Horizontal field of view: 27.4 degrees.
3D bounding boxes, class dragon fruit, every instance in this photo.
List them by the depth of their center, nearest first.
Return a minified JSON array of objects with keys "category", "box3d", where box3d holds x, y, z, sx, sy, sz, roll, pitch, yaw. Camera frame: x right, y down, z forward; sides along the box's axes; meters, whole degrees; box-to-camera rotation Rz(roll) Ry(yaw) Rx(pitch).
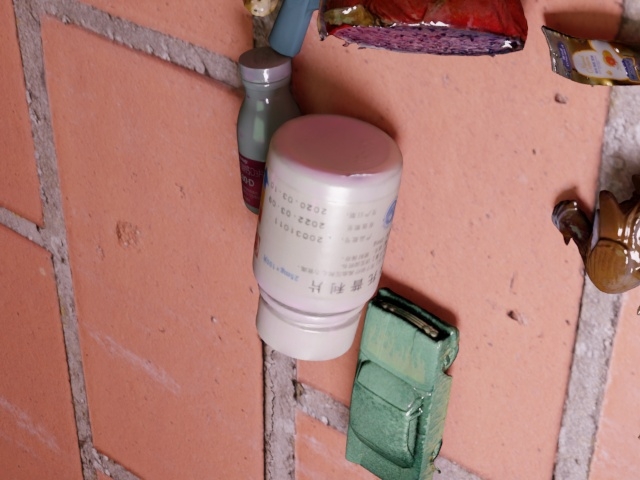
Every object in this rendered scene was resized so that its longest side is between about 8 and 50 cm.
[{"category":"dragon fruit","box3d":[0.113,-0.277,1.385,0.218,0.223,0.148,-146,61,-86]}]

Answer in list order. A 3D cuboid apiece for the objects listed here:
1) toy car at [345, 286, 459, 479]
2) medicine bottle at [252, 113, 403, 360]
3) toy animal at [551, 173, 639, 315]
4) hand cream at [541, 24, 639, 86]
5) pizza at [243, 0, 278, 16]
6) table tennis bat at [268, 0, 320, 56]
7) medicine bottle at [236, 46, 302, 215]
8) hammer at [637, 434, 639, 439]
[{"category":"toy car","box3d":[0.107,0.221,1.796,0.141,0.097,0.321,30,135,28]},{"category":"medicine bottle","box3d":[0.000,0.000,1.666,0.170,0.170,0.293,31,128,26]},{"category":"toy animal","box3d":[0.326,-0.015,1.427,0.179,0.089,0.188,48,149,31]},{"category":"hand cream","box3d":[0.298,-0.187,1.359,0.163,0.039,0.062,14,142,42]},{"category":"pizza","box3d":[-0.161,-0.391,1.539,0.086,0.226,0.336,-40,64,10]},{"category":"table tennis bat","box3d":[0.005,-0.345,1.539,0.215,0.044,0.329,43,138,14]},{"category":"medicine bottle","box3d":[-0.065,-0.140,1.712,0.090,0.090,0.217,22,132,33]},{"category":"hammer","box3d":[0.429,0.183,1.505,0.060,0.028,0.195,34,136,16]}]
